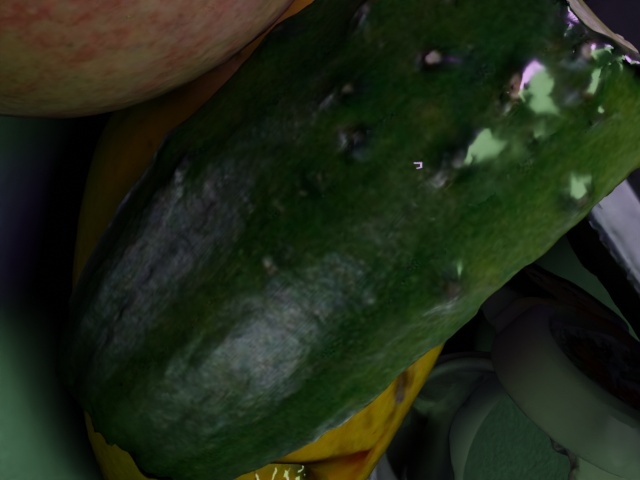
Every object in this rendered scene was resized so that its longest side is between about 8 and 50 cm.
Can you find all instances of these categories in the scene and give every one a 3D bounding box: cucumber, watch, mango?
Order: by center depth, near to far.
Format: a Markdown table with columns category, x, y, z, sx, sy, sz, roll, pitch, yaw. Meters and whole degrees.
| category | x | y | z | sx | sy | sz | roll | pitch | yaw |
| --- | --- | --- | --- | --- | --- | --- | --- | --- | --- |
| cucumber | -0.001 | -0.001 | 0.632 | 0.325 | 0.105 | 0.145 | -41 | 118 | 16 |
| mango | -0.029 | 0.027 | 0.821 | 0.253 | 0.182 | 0.364 | -8 | 119 | -43 |
| watch | 0.144 | 0.155 | 0.994 | 0.196 | 0.244 | 0.231 | 12 | 116 | -39 |

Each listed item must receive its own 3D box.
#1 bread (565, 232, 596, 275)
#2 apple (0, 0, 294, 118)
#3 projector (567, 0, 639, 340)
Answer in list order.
| category | x | y | z | sx | sy | sz | roll | pitch | yaw |
| --- | --- | --- | --- | --- | --- | --- | --- | --- | --- |
| bread | 0.257 | -0.061 | 1.008 | 0.142 | 0.224 | 0.211 | -3 | 125 | -33 |
| apple | -0.115 | -0.217 | 0.600 | 0.345 | 0.269 | 0.344 | -12 | 109 | -38 |
| projector | 0.349 | -0.059 | 0.778 | 0.405 | 0.242 | 0.395 | -34 | 95 | 5 |
